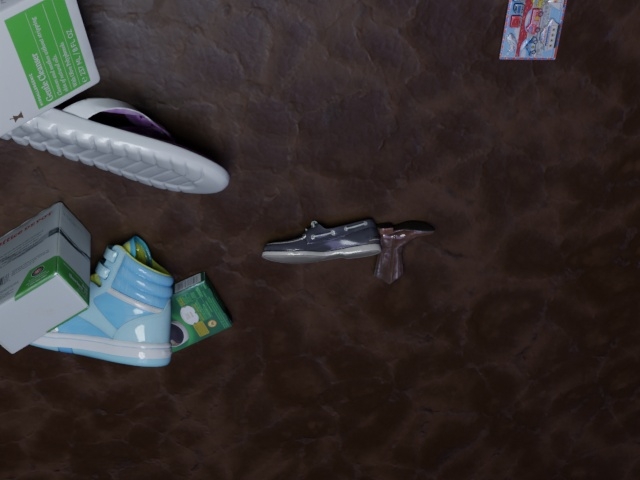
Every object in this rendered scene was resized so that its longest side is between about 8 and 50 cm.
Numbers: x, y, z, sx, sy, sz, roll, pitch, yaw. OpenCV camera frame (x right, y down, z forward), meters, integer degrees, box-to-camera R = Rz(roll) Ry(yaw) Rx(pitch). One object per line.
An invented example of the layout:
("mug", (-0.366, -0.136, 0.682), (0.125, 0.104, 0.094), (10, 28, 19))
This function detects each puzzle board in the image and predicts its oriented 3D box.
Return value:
("puzzle board", (0.340, -0.348, 1.560), (0.096, 0.011, 0.128), (-1, 121, -10))

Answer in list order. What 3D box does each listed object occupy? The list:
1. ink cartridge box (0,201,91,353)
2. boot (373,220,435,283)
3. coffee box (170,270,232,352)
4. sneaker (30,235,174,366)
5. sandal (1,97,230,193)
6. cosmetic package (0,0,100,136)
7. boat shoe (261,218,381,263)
("ink cartridge box", (-0.445, 0.054, 1.545), (0.153, 0.208, 0.087), (-30, 124, 9))
("boot", (0.146, 0.023, 1.733), (0.106, 0.037, 0.114), (2, 118, 4))
("coffee box", (-0.261, 0.138, 1.726), (0.184, 0.040, 0.113), (-25, 121, 5))
("sneaker", (-0.385, 0.084, 1.640), (0.318, 0.127, 0.208), (10, 90, 9))
("sandal", (-0.325, -0.172, 1.486), (0.416, 0.169, 0.102), (17, 76, -19))
("cosmetic package", (-0.498, -0.227, 1.286), (0.365, 0.155, 0.197), (-36, 151, -20))
("boat shoe", (0.000, 0.000, 1.693), (0.206, 0.075, 0.065), (-4, 79, -2))
